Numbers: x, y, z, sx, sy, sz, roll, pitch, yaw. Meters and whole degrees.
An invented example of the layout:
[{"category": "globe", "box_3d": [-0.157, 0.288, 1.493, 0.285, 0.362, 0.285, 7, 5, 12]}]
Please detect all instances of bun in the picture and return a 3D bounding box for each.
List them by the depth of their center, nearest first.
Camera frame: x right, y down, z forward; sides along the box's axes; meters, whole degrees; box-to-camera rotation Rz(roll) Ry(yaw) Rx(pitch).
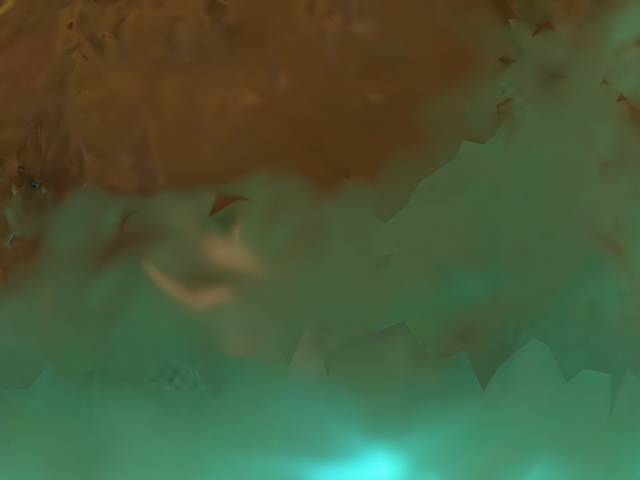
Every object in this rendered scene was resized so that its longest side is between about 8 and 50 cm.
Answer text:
[{"category": "bun", "box_3d": [0.000, 0.000, 0.530, 0.360, 0.360, 0.211, 52, -146, -73]}]
